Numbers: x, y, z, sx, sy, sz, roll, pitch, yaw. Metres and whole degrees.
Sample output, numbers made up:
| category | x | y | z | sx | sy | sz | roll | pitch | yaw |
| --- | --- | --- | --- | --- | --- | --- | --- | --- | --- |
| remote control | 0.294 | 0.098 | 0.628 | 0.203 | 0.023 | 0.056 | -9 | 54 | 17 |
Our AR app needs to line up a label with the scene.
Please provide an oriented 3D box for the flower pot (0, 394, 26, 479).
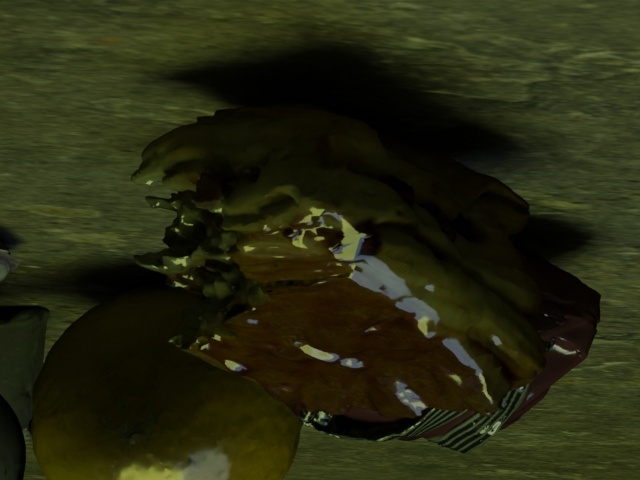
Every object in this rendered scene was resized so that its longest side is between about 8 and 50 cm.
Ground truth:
| category | x | y | z | sx | sy | sz | roll | pitch | yaw |
| --- | --- | --- | --- | --- | --- | --- | --- | --- | --- |
| flower pot | -0.504 | 0.172 | 1.890 | 0.293 | 0.294 | 0.330 | -3 | 139 | 17 |

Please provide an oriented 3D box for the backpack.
| category | x | y | z | sx | sy | sz | roll | pitch | yaw |
| --- | --- | --- | --- | --- | --- | --- | --- | --- | --- |
| backpack | 0.126 | 0.104 | 1.771 | 0.283 | 0.197 | 0.317 | 13 | 160 | -29 |

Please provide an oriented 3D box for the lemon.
| category | x | y | z | sx | sy | sz | roll | pitch | yaw |
| --- | --- | --- | --- | --- | --- | --- | --- | --- | --- |
| lemon | -0.166 | 0.184 | 1.958 | 0.297 | 0.297 | 0.297 | 2 | 164 | 1 |

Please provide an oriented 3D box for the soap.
| category | x | y | z | sx | sy | sz | roll | pitch | yaw |
| --- | --- | --- | --- | --- | --- | --- | --- | --- | --- |
| soap | -0.423 | 0.187 | 2.231 | 0.257 | 0.159 | 0.302 | -5 | 167 | 9 |

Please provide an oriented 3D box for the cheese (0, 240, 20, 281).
| category | x | y | z | sx | sy | sz | roll | pitch | yaw |
| --- | --- | --- | --- | --- | --- | --- | --- | --- | --- |
| cheese | -0.371 | 0.025 | 1.848 | 0.105 | 0.042 | 0.191 | 12 | 164 | -25 |

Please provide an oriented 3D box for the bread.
| category | x | y | z | sx | sy | sz | roll | pitch | yaw |
| --- | --- | --- | --- | --- | --- | --- | --- | --- | --- |
| bread | 0.000 | 0.000 | 1.461 | 0.314 | 0.192 | 0.370 | -4 | 152 | 39 |
